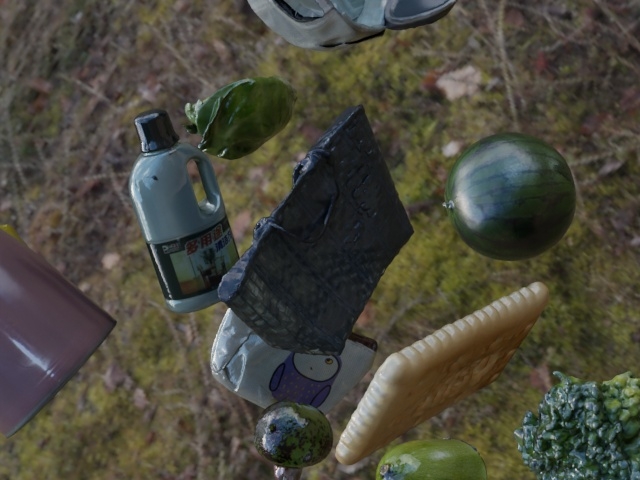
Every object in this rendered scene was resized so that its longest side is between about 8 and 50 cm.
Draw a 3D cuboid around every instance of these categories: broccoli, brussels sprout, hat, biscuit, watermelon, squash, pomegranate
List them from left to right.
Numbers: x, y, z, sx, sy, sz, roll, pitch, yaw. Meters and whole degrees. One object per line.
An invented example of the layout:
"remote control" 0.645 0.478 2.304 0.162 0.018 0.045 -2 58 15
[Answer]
"brussels sprout" -0.102 -0.173 1.474 0.139 0.181 0.100 -38 64 44
"pomegranate" -0.052 0.352 1.870 0.125 0.138 0.163 -102 24 -48
"hat" 0.031 -0.333 1.192 0.275 0.232 0.161 -42 29 -17
"squash" 0.150 0.340 1.550 0.123 0.187 0.123 -9 75 34
"biscuit" 0.126 0.133 1.075 0.030 0.250 0.160 46 134 25
"watermelon" 0.352 -0.081 1.998 0.242 0.242 0.242 -21 55 33
"broccoli" 0.486 0.348 1.735 0.334 0.324 0.272 29 82 15

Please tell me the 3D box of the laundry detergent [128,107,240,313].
"laundry detergent" -0.155 -0.037 1.182 0.099 0.225 0.070 -22 22 -17

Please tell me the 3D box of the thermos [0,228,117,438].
"thermos" -0.340 0.050 0.975 0.176 0.265 0.146 -52 10 -26

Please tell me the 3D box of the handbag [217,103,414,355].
"handbag" 0.000 0.000 1.133 0.089 0.175 0.270 13 58 36

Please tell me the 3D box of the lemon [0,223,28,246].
"lemon" -0.520 0.105 1.597 0.285 0.316 0.285 1 96 10

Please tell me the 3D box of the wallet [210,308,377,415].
"wallet" -0.071 0.236 2.190 0.275 0.335 0.068 -59 11 27
